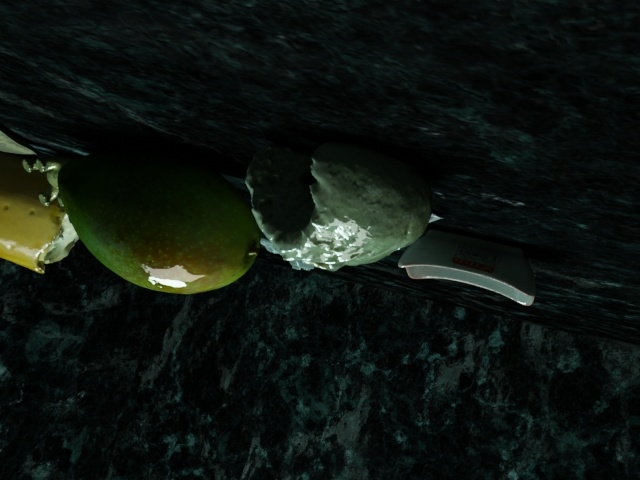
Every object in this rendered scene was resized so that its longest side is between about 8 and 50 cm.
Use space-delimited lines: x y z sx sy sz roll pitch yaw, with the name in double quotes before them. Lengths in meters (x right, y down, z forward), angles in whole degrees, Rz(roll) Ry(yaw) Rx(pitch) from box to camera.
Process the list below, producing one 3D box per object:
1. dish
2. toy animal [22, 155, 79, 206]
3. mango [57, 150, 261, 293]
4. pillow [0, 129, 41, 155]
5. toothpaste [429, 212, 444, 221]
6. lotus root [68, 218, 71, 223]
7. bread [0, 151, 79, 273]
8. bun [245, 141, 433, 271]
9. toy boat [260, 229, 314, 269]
"dish" 0.241 0.038 1.142 0.212 0.077 0.151 13 173 17
"toy animal" -0.500 -0.130 1.409 0.101 0.103 0.218 -24 -164 -32
"mango" -0.262 -0.041 1.080 0.381 0.201 0.225 23 -158 31
"pillow" -0.605 -0.189 1.295 0.130 0.033 0.217 9 174 3
"toothpaste" 0.112 -0.029 1.070 0.052 0.033 0.218 12 171 -18
"lotus root" -0.332 -0.056 1.330 0.274 0.152 0.160 8 178 -43
"bread" -0.760 -0.079 1.708 0.394 0.250 0.361 17 173 -12
"bun" 0.015 -0.032 0.778 0.203 0.127 0.212 13 174 -7
"toy boat" -0.093 0.018 1.792 0.260 0.085 0.078 18 174 -33
